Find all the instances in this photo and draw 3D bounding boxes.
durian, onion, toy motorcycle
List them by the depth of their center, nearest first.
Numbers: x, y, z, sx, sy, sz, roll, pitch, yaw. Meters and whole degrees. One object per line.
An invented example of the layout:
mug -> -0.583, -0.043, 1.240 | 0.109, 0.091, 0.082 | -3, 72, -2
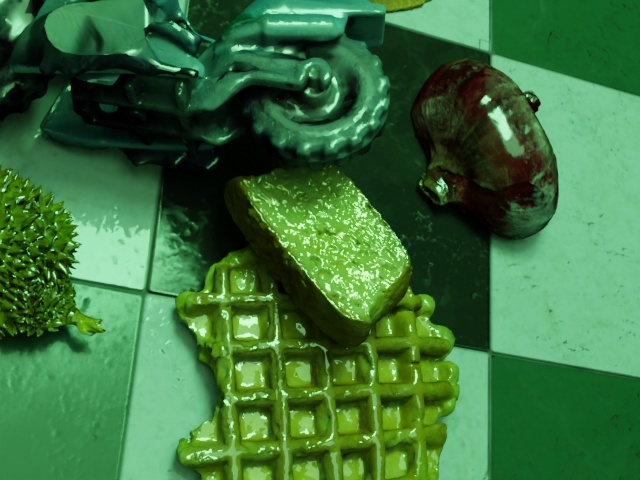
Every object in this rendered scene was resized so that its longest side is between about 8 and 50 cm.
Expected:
durian -> -0.259, 0.014, 0.763 | 0.208, 0.102, 0.146 | 42, 56, -8
toy motorcycle -> -0.140, -0.188, 0.820 | 0.416, 0.172, 0.232 | 8, 65, 6
onion -> 0.177, -0.099, 0.983 | 0.151, 0.098, 0.206 | -31, 86, -30

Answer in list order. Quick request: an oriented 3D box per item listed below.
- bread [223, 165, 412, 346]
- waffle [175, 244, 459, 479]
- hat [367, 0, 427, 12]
bread -> 0.000, 0.000, 0.834 | 0.103, 0.065, 0.187 | -31, 75, -25
waffle -> -0.007, 0.128, 0.848 | 0.282, 0.058, 0.300 | 24, 64, -12
hat -> 0.069, -0.377, 0.962 | 0.244, 0.233, 0.233 | 38, 63, -5
